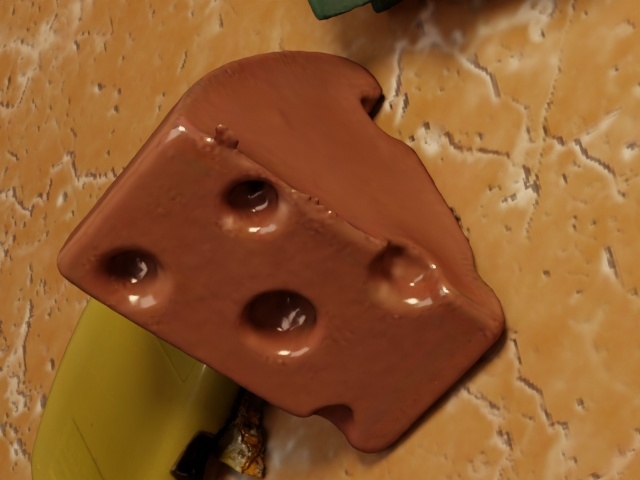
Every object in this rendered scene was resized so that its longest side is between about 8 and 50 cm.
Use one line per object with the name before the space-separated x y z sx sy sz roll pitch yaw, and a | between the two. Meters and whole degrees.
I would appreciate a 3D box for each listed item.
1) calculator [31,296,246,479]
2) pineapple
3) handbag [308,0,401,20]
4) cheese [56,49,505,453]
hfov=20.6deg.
calculator | -0.116 0.105 1.041 0.157 0.033 0.236 53 126 41
pineapple | -0.057 0.103 1.008 0.083 0.019 0.045 29 103 48
handbag | 0.102 -0.261 0.868 0.326 0.089 0.238 -18 82 40
cheese | -0.013 -0.021 0.938 0.128 0.203 0.177 -50 19 30
